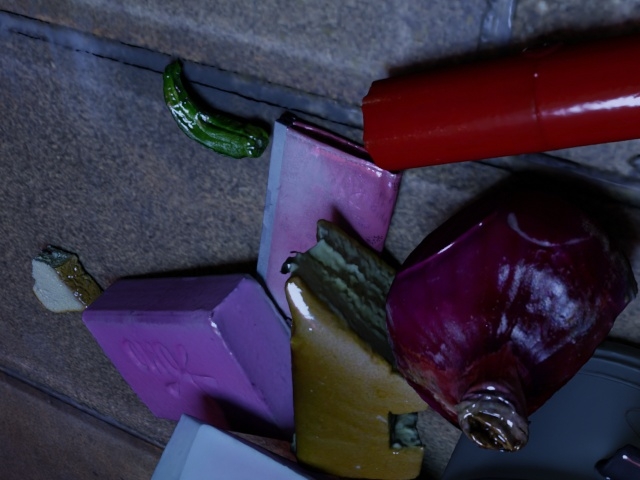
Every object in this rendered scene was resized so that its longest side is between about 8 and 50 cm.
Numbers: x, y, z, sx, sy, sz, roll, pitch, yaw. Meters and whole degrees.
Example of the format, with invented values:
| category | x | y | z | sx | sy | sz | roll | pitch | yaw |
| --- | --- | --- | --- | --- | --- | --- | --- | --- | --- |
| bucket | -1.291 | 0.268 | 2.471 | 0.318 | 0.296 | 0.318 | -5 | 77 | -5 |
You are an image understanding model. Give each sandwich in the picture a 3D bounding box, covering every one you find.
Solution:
| category | x | y | z | sx | sy | sz | roll | pitch | yaw |
| --- | --- | --- | --- | --- | --- | --- | --- | --- | --- |
| sandwich | -0.337 | 0.052 | 0.988 | 0.105 | 0.035 | 0.093 | -13 | 118 | 42 |
| sandwich | 0.035 | 0.100 | 0.691 | 0.128 | 0.122 | 0.235 | 3 | 134 | 5 |

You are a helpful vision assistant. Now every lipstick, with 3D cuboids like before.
| category | x | y | z | sx | sy | sz | roll | pitch | yaw |
| --- | --- | --- | --- | --- | --- | --- | --- | --- | --- |
| lipstick | 0.157 | -0.094 | 0.506 | 0.280 | 0.073 | 0.073 | -3 | 123 | 36 |

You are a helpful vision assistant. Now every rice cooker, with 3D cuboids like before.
| category | x | y | z | sx | sy | sz | roll | pitch | yaw |
| --- | --- | --- | --- | --- | --- | --- | --- | --- | --- |
| rice cooker | 0.212 | 0.229 | 0.627 | 0.241 | 0.227 | 0.280 | 29 | 136 | 11 |

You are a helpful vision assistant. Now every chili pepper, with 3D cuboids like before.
| category | x | y | z | sx | sy | sz | roll | pitch | yaw |
| --- | --- | --- | --- | --- | --- | --- | --- | --- | --- |
| chili pepper | -0.097 | -0.108 | 0.696 | 0.118 | 0.035 | 0.055 | 41 | 126 | 11 |

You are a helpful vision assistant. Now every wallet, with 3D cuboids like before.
| category | x | y | z | sx | sy | sz | roll | pitch | yaw |
| --- | --- | --- | --- | --- | --- | --- | --- | --- | --- |
| wallet | 0.000 | 0.000 | 0.724 | 0.119 | 0.025 | 0.232 | 26 | 136 | 14 |

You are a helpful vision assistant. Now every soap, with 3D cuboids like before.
| category | x | y | z | sx | sy | sz | roll | pitch | yaw |
| --- | --- | --- | --- | --- | --- | --- | --- | --- | --- |
| soap | -0.137 | 0.128 | 0.867 | 0.260 | 0.081 | 0.181 | -4 | 123 | 43 |
| soap | -0.007 | 0.308 | 0.812 | 0.347 | 0.115 | 0.208 | 33 | 164 | -28 |

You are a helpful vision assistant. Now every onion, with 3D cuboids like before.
| category | x | y | z | sx | sy | sz | roll | pitch | yaw |
| --- | --- | --- | --- | --- | --- | --- | --- | --- | --- |
| onion | 0.120 | 0.063 | 0.553 | 0.140 | 0.218 | 0.195 | 47 | 125 | -4 |
